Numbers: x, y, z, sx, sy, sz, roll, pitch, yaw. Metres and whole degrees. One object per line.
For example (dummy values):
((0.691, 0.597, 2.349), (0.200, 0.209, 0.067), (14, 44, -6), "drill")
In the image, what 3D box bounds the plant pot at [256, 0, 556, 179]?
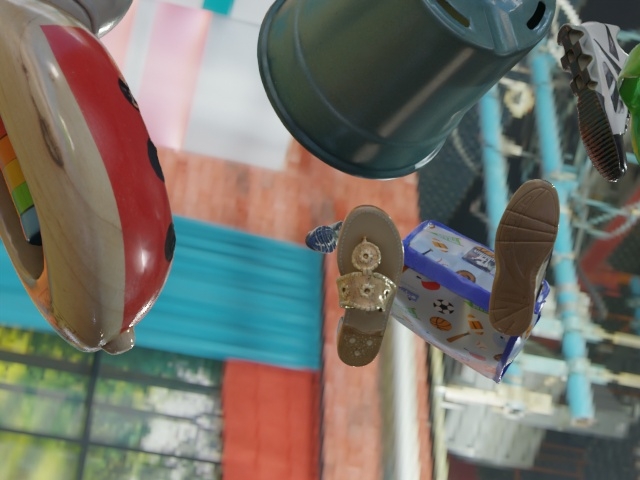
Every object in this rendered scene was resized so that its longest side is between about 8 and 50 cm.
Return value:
((0.136, -0.304, 1.779), (0.334, 0.341, 0.341), (-35, -136, 54), "plant pot")

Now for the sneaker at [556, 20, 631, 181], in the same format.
((0.589, -0.285, 2.502), (0.122, 0.146, 0.330), (149, -70, -72), "sneaker")

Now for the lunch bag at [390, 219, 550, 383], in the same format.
((0.318, 0.125, 2.749), (0.239, 0.328, 0.385), (-59, 166, -7), "lunch bag")

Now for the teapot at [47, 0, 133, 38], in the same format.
((-0.372, -0.347, 1.709), (0.252, 0.256, 0.187), (-28, -135, 44), "teapot")

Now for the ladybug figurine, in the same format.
((-0.290, -0.086, 1.447), (0.305, 0.162, 0.449), (-30, -100, 63), "ladybug figurine")

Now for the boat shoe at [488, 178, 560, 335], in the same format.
((0.352, 0.023, 2.173), (0.092, 0.103, 0.285), (-57, 155, -68), "boat shoe")

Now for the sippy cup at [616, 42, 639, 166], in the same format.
((0.571, -0.168, 1.693), (0.224, 0.306, 0.240), (151, -69, -79), "sippy cup")

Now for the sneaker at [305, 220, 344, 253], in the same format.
((0.000, 0.000, 2.276), (0.135, 0.058, 0.052), (-14, 90, -63), "sneaker")

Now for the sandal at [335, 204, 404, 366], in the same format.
((0.062, 0.077, 1.600), (0.079, 0.088, 0.240), (-96, -171, -58), "sandal")
